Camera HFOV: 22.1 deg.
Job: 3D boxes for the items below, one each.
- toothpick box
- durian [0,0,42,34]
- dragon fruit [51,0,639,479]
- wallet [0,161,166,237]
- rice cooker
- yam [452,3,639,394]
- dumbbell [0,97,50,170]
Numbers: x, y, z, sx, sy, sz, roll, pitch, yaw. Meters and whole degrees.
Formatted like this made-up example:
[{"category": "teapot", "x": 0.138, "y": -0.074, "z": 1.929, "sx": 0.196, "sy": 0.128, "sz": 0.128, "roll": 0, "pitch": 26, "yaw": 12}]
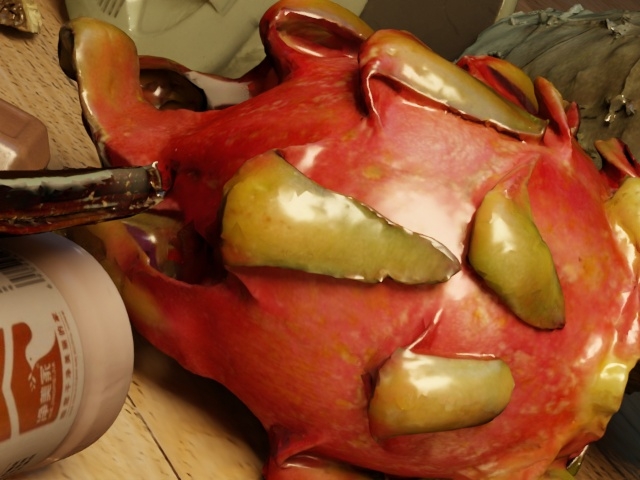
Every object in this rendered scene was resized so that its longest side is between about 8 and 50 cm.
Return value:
[{"category": "toothpick box", "x": -0.148, "y": 0.050, "z": 0.605, "sx": 0.098, "sy": 0.098, "sz": 0.149, "roll": 38, "pitch": 20, "yaw": 16}, {"category": "durian", "x": -0.214, "y": -0.182, "z": 1.120, "sx": 0.066, "sy": 0.052, "sz": 0.130, "roll": 25, "pitch": 20, "yaw": -24}, {"category": "dragon fruit", "x": 0.014, "y": 0.004, "z": 0.796, "sx": 0.243, "sy": 0.228, "sz": 0.307, "roll": 17, "pitch": 11, "yaw": -40}, {"category": "wallet", "x": -0.185, "y": -0.012, "z": 0.619, "sx": 0.232, "sy": 0.031, "sz": 0.122, "roll": 1, "pitch": 5, "yaw": 28}, {"category": "rice cooker", "x": -0.026, "y": -0.217, "z": 1.155, "sx": 0.277, "sy": 0.288, "sz": 0.288, "roll": 13, "pitch": 27, "yaw": -42}, {"category": "yam", "x": 0.197, "y": -0.029, "z": 0.974, "sx": 0.241, "sy": 0.241, "sz": 0.348, "roll": 26, "pitch": -2, "yaw": -17}, {"category": "dumbbell", "x": -0.242, "y": -0.067, "z": 0.767, "sx": 0.230, "sy": 0.082, "sz": 0.092, "roll": 29, "pitch": 19, "yaw": -6}]
